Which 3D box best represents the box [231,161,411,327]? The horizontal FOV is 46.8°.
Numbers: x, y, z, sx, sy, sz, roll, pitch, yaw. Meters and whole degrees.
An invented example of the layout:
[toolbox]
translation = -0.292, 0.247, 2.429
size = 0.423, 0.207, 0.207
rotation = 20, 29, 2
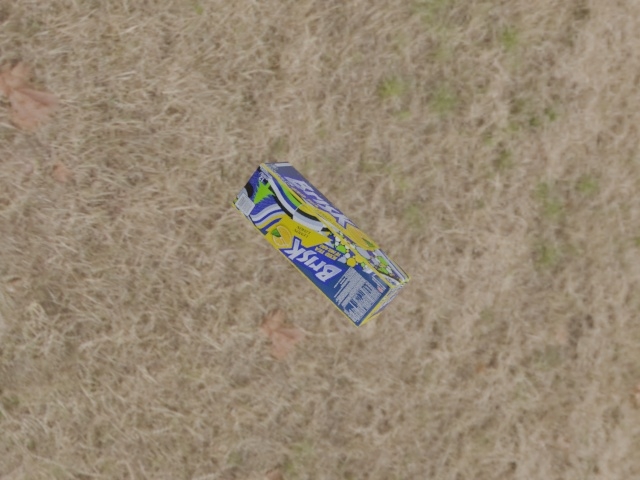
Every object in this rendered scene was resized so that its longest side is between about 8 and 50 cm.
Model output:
[box]
translation = 0.000, 0.000, 0.690
size = 0.054, 0.169, 0.059
rotation = -51, 166, 21
